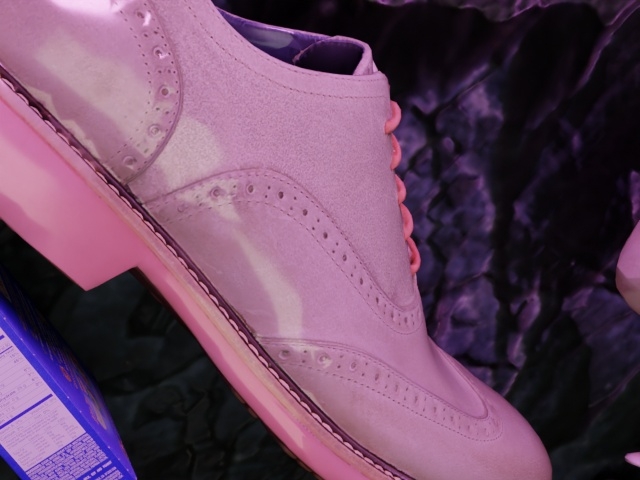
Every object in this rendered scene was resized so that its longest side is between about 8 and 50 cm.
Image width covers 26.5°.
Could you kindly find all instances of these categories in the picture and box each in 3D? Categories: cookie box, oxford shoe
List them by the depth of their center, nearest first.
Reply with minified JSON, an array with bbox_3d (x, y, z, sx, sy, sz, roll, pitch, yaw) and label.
[{"bbox_3d":[0.000,0.000,0.573,0.146,0.140,0.397,-48,124,0],"label":"oxford shoe"},{"bbox_3d":[-0.131,0.054,0.577,0.040,0.092,0.107,-34,122,-5],"label":"cookie box"}]

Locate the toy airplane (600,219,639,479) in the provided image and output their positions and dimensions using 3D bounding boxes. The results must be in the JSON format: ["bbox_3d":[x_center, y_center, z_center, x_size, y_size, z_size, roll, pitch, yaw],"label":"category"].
[{"bbox_3d":[0.326,0.109,0.667,0.386,0.272,0.385,-16,120,-12],"label":"toy airplane"}]
